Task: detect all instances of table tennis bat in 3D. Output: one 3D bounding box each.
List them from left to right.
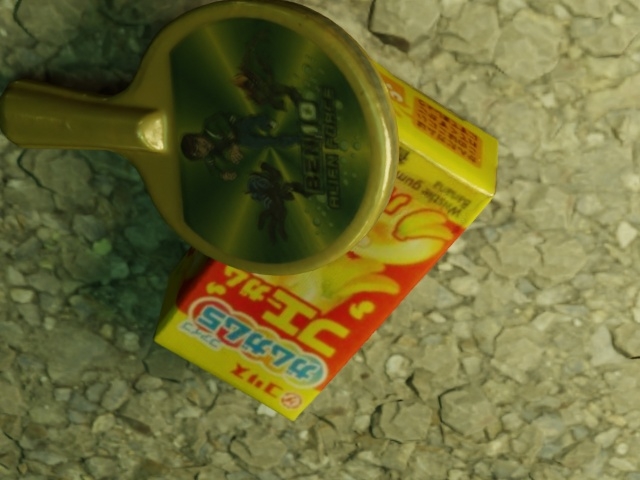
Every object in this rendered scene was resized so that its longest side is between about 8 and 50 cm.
[{"bbox_3d":[-0.093,-0.079,1.083,0.321,0.050,0.198,8,109,23],"label":"table tennis bat"}]

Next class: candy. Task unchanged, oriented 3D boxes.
[{"bbox_3d":[0.000,0.000,1.155,0.146,0.088,0.276,32,122,-15],"label":"candy"}]
